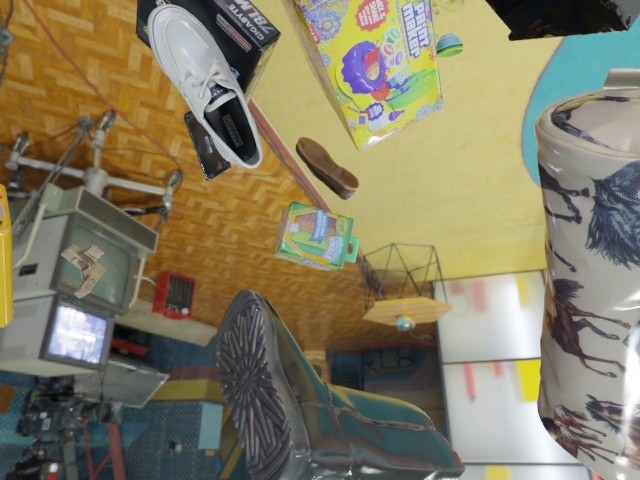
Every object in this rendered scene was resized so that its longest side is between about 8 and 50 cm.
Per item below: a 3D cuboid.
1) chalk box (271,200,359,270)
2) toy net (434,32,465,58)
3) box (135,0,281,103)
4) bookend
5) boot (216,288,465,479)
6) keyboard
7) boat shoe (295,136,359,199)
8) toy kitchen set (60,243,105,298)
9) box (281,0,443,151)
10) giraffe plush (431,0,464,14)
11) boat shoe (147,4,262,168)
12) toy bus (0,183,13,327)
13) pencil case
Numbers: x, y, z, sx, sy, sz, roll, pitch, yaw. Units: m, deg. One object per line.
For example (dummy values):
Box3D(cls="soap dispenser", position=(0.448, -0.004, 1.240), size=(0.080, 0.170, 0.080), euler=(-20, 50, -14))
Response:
Box3D(cls="chalk box", position=(0.000, 0.000, 1.133), size=(0.213, 0.133, 0.132), euler=(14, 170, -11))
Box3D(cls="toy net", position=(0.235, -0.448, 1.093), size=(0.122, 0.045, 0.232), euler=(-16, -172, -26))
Box3D(cls="box", position=(-0.249, -0.434, 0.933), size=(0.295, 0.073, 0.293), euler=(43, 155, -9))
Box3D(cls="bookend", position=(0.227, -0.287, 0.453), size=(0.156, 0.072, 0.157), euler=(30, -174, -28))
Box3D(cls="boot", position=(0.041, 0.295, 0.845), size=(0.445, 0.367, 0.146), euler=(24, 118, -37))
Box3D(cls="keyboard", position=(-0.262, -0.242, 1.075), size=(0.023, 0.108, 0.180), euler=(28, 144, 33))
Box3D(cls="boat shoe", position=(0.008, -0.189, 1.202), size=(0.207, 0.073, 0.073), euler=(44, 145, 2))
Box3D(cls="toy kitchen set", position=(-0.486, 0.055, 0.909), size=(0.068, 0.075, 0.083), euler=(-26, 121, 25))
Box3D(cls="box", position=(0.054, -0.367, 0.753), size=(0.177, 0.279, 0.290), euler=(-27, 146, 5))
Box3D(cls="giraffe plush", position=(0.434, -0.906, 1.532), size=(0.210, 0.181, 0.170), euler=(-29, 163, -31))
Box3D(cls="boat shoe", position=(-0.168, -0.227, 0.691), size=(0.096, 0.088, 0.268), euler=(-31, 123, -14))
Box3D(cls="toy bus", position=(-0.565, 0.046, 0.721), size=(0.108, 0.130, 0.333), euler=(-7, 146, -39))
Box3D(cls="pencil case", position=(0.308, 0.049, 0.456), size=(0.159, 0.183, 0.411), euler=(-3, 120, 21))
